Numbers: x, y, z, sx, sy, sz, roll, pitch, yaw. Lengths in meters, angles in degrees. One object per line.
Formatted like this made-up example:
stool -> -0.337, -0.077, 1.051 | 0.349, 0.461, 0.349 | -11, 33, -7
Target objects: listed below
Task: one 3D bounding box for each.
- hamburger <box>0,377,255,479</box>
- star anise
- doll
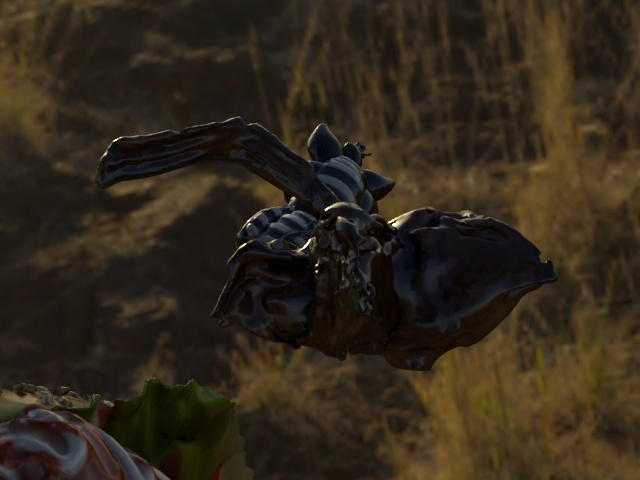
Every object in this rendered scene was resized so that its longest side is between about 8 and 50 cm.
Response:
hamburger -> -0.080, 0.111, 0.521 | 0.173, 0.210, 0.116 | -10, 68, 24
star anise -> -0.007, 0.009, 1.218 | 0.346, 0.148, 0.237 | 23, 0, 14
doll -> -0.008, -0.011, 1.380 | 0.091, 0.067, 0.219 | 35, 46, -1
